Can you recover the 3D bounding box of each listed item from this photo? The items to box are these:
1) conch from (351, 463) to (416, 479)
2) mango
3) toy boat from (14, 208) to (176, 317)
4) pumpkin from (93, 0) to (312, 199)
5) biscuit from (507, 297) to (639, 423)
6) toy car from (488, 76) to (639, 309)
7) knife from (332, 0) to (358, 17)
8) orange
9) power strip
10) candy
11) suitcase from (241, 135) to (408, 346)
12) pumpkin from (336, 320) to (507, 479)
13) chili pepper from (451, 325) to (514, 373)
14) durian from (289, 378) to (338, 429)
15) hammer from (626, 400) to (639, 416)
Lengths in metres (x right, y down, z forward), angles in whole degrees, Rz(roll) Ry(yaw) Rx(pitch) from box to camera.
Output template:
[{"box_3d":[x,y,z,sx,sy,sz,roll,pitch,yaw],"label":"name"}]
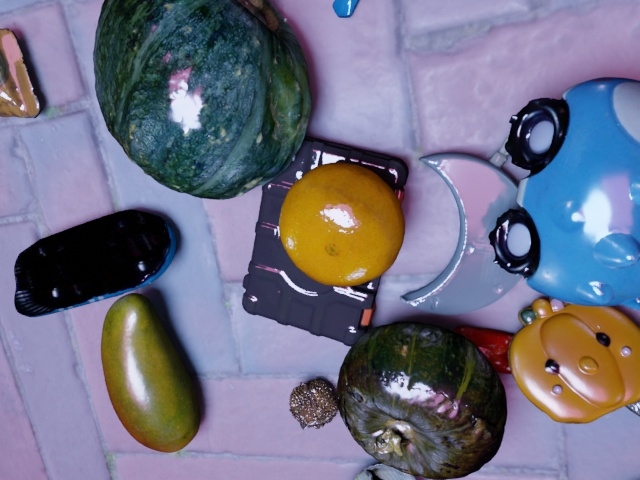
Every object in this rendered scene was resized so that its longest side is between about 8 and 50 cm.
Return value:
[{"box_3d":[0.094,0.442,0.746,0.135,0.102,0.153,32,67,11],"label":"conch"},{"box_3d":[-0.292,0.227,0.782,0.129,0.146,0.290,-19,99,-25],"label":"mango"},{"box_3d":[-0.367,0.044,0.791,0.298,0.092,0.135,-15,68,11],"label":"toy boat"},{"box_3d":[-0.176,-0.201,0.587,0.263,0.196,0.293,-42,72,27],"label":"pumpkin"},{"box_3d":[0.326,0.143,0.597,0.170,0.050,0.171,-7,67,17],"label":"biscuit"},{"box_3d":[0.318,-0.042,0.498,0.188,0.190,0.256,2,103,-22],"label":"toy car"},{"box_3d":[0.094,-0.425,0.582,0.044,0.026,0.297,35,112,8],"label":"knife"},{"box_3d":[0.027,-0.020,0.574,0.156,0.124,0.156,9,123,13],"label":"orange"},{"box_3d":[0.203,-0.015,0.634,0.167,0.054,0.254,10,106,10],"label":"power strip"},{"box_3d":[-0.598,-0.258,0.772,0.271,0.101,0.144,-6,107,11],"label":"candy"},{"box_3d":[0.000,0.000,0.686,0.206,0.066,0.286,16,107,11],"label":"suitcase"},{"box_3d":[0.131,0.221,0.628,0.237,0.159,0.238,19,139,18],"label":"pumpkin"},{"box_3d":[0.242,0.157,0.666,0.191,0.050,0.059,12,89,4],"label":"chili pepper"},{"box_3d":[-0.011,0.259,0.744,0.080,0.080,0.091,-2,123,16],"label":"durian"},{"box_3d":[0.490,0.064,0.571,0.111,0.043,0.366,40,107,43],"label":"hammer"}]
